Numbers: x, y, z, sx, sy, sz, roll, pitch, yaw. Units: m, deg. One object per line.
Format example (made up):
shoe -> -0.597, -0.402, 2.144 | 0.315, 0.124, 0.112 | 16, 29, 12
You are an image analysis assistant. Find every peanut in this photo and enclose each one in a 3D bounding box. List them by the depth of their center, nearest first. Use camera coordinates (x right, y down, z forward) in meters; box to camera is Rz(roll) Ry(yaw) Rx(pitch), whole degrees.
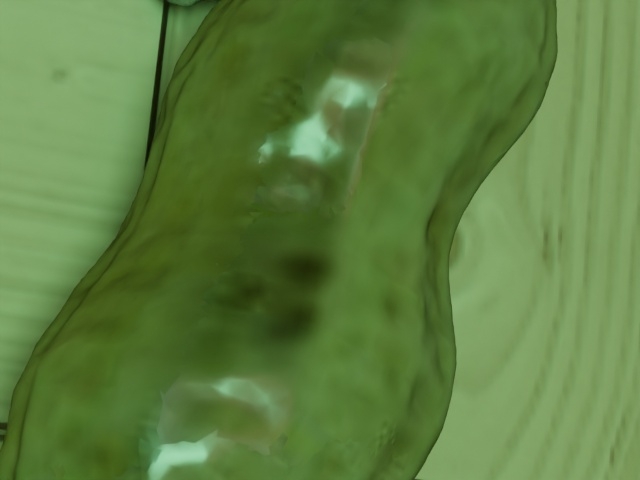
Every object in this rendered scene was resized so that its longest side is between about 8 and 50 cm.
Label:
peanut -> 0.000, 0.000, 0.558 | 0.125, 0.111, 0.274 | 34, 69, -20

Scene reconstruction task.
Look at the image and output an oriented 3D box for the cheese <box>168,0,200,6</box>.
cheese -> -0.102, -0.270, 0.604 | 0.085, 0.034, 0.400 | -26, 92, -26
